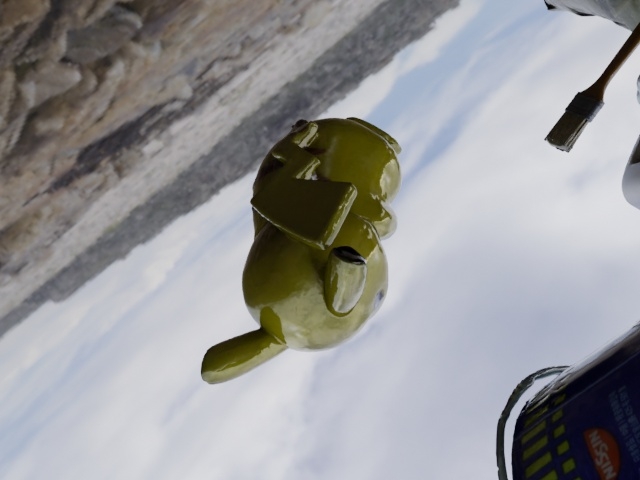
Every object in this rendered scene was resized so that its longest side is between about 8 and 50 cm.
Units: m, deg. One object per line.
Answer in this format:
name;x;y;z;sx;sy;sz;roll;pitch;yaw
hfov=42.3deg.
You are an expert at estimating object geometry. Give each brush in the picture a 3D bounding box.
brush;0.295;-0.166;0.858;0.170;0.014;0.043;-54;-152;7

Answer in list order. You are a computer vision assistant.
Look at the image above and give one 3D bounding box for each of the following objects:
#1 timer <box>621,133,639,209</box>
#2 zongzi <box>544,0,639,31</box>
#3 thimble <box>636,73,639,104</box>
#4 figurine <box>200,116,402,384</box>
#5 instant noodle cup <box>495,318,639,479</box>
timer;0.306;-0.130;0.559;0.262;0.087;0.237;-63;170;6
zongzi;0.271;-0.381;0.960;0.125;0.274;0.251;-47;-159;5
thimble;0.667;-0.262;1.432;0.150;0.237;0.237;-45;-167;-8
figurine;0.001;-0.006;0.886;0.218;0.169;0.327;-36;-143;38
instant noodle cup;0.297;0.093;0.440;0.312;0.284;0.284;-56;-179;34
